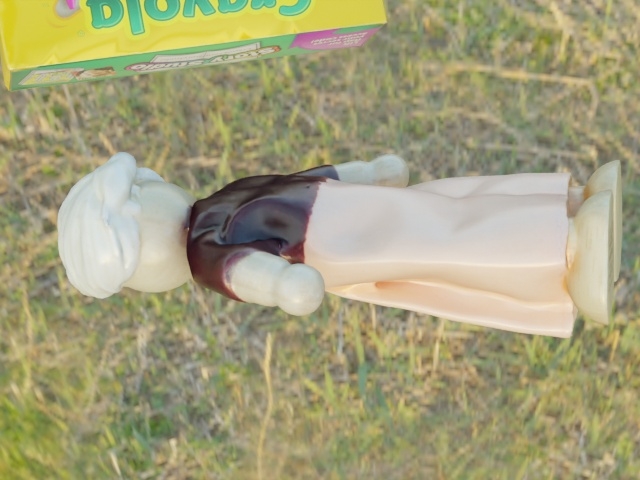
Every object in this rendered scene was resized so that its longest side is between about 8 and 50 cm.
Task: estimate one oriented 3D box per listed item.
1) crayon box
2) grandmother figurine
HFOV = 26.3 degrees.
[{"bbox_3d":[-0.145,-0.325,1.316,0.363,0.106,0.313,-10,84,-14],"label":"crayon box"},{"bbox_3d":[0.000,0.000,0.814,0.342,0.104,0.208,2,11,16],"label":"grandmother figurine"}]
